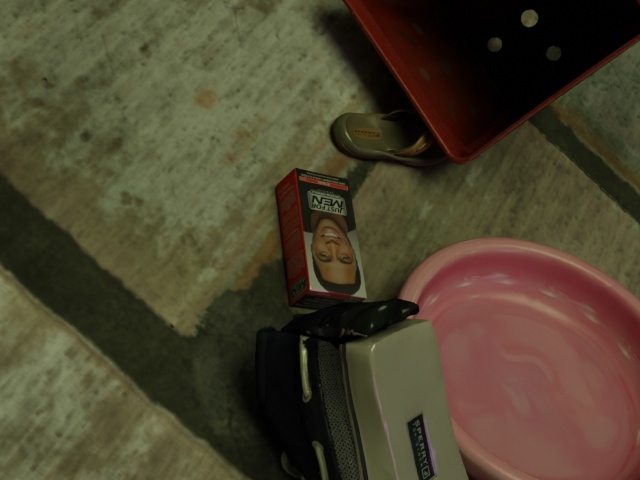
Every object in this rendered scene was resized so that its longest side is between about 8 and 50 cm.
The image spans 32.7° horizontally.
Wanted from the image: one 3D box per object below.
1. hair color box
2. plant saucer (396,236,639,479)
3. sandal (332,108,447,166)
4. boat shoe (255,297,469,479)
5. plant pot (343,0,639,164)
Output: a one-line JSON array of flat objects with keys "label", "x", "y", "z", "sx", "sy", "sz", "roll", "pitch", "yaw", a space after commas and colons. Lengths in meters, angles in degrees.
[{"label": "hair color box", "x": 0.000, "y": 0.000, "z": 1.126, "sx": 0.072, "sy": 0.043, "sz": 0.141, "roll": 9, "pitch": 59, "yaw": -32}, {"label": "plant saucer", "x": 0.221, "y": 0.144, "z": 1.120, "sx": 0.332, "sy": 0.084, "sz": 0.332, "roll": 11, "pitch": 45, "yaw": -11}, {"label": "sandal", "x": 0.097, "y": -0.127, "z": 1.266, "sx": 0.180, "sy": 0.049, "sz": 0.072, "roll": -1, "pitch": 64, "yaw": -35}, {"label": "boat shoe", "x": 0.039, "y": 0.214, "z": 0.987, "sx": 0.127, "sy": 0.158, "sz": 0.341, "roll": -16, "pitch": 101, "yaw": -44}, {"label": "plant pot", "x": 0.224, "y": -0.275, "z": 1.303, "sx": 0.267, "sy": 0.267, "sz": 0.235, "roll": 57, "pitch": 22, "yaw": 7}]
